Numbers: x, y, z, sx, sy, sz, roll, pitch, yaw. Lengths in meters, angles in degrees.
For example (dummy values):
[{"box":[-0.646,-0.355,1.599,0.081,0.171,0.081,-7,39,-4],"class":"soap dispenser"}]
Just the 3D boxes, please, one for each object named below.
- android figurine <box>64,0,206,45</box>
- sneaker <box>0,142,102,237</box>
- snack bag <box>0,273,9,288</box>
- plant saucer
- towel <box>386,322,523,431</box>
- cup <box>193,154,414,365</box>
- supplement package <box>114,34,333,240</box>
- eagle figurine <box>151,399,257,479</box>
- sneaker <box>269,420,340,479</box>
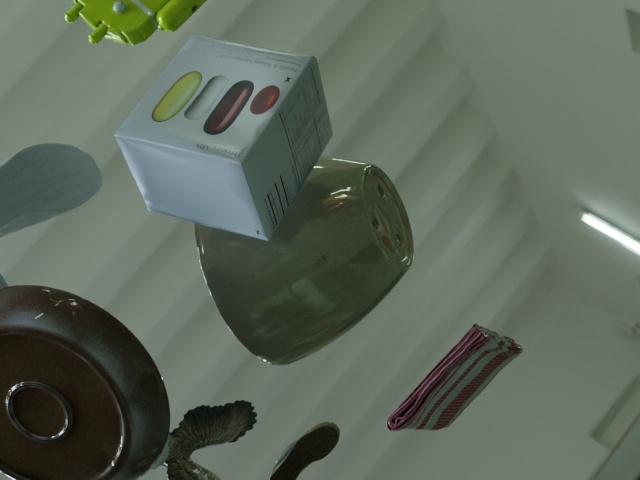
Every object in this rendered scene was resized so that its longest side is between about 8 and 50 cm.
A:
[{"box":[-0.304,-0.439,1.581,0.273,0.248,0.056,-44,-17,-7],"class":"android figurine"},{"box":[-0.463,-0.045,1.356,0.169,0.108,0.292,-26,3,40],"class":"sneaker"},{"box":[-0.455,0.179,1.368,0.037,0.323,0.342,-49,-59,-37],"class":"snack bag"},{"box":[-0.341,0.203,1.184,0.050,0.311,0.310,-61,-13,-64],"class":"plant saucer"},{"box":[0.257,0.264,1.742,0.237,0.037,0.329,-48,-25,8],"class":"towel"},{"box":[0.000,0.000,1.440,0.237,0.331,0.331,-21,-28,25],"class":"cup"},{"box":[-0.120,-0.139,1.245,0.203,0.194,0.149,-61,-28,-32],"class":"supplement package"},{"box":[-0.261,0.434,1.917,0.298,0.225,0.226,13,-66,-16],"class":"eagle figurine"},{"box":[-0.032,0.423,1.930,0.192,0.064,0.086,-47,7,16],"class":"sneaker"}]
